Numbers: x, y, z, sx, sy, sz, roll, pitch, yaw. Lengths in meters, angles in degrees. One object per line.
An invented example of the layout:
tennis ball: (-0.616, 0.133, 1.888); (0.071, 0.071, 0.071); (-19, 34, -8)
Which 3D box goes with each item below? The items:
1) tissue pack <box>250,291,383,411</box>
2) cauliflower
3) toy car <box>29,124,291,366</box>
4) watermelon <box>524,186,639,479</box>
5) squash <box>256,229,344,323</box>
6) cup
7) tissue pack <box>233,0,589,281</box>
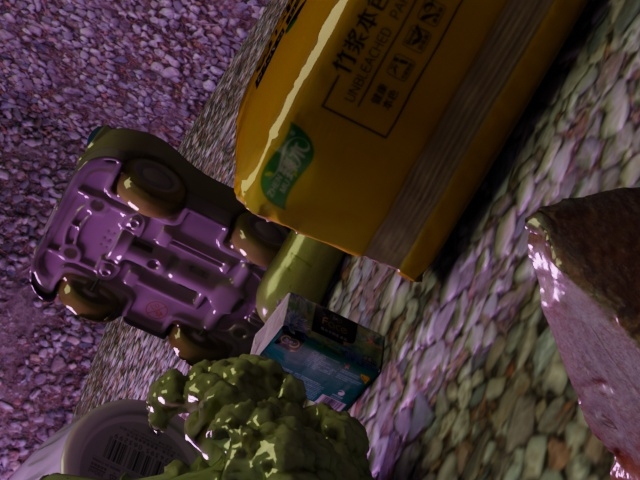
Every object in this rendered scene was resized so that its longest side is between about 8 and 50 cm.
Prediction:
tissue pack: (-0.003, 0.106, 1.183); (0.085, 0.111, 0.079); (-52, 18, 39)
cauliflower: (-0.081, 0.207, 0.949); (0.260, 0.281, 0.327); (-67, 7, -27)
toy car: (-0.188, -0.003, 1.580); (0.242, 0.336, 0.226); (-58, 14, 28)
watermelon: (0.190, 0.035, 0.536); (0.136, 0.202, 0.207); (2, 64, 32)
squash: (0.000, 0.000, 1.431); (0.250, 0.083, 0.083); (-60, 14, 7)
cup: (-0.302, 0.374, 1.538); (0.371, 0.253, 0.253); (-49, 21, 46)
tissue pack: (0.083, -0.197, 1.135); (0.382, 0.228, 0.293); (-60, 13, 15)
